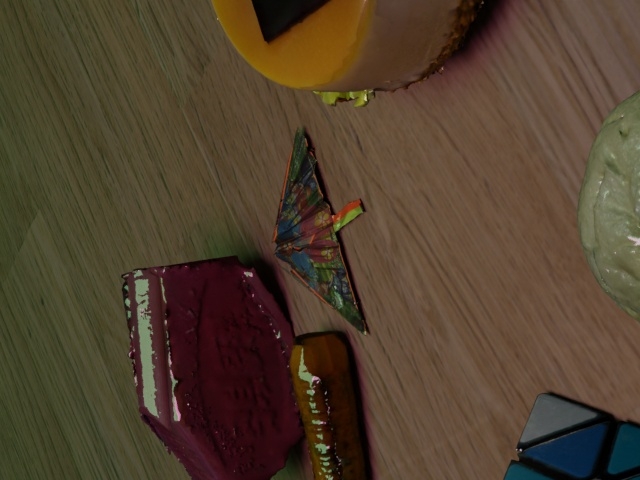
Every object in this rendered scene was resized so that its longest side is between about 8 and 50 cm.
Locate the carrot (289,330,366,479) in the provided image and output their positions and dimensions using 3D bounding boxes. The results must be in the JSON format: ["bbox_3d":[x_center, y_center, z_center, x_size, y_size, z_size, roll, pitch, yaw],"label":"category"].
[{"bbox_3d":[0.013,0.229,1.512,0.070,0.070,0.260,4,104,56],"label":"carrot"}]

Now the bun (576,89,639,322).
[{"bbox_3d":[0.274,-0.017,1.000,0.221,0.108,0.221,26,122,50],"label":"bun"}]

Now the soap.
[{"bbox_3d":[-0.121,0.165,1.588,0.112,0.182,0.289,-5,91,55],"label":"soap"}]

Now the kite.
[{"bbox_3d":[0.000,0.000,1.501,0.183,0.014,0.241,-33,73,52],"label":"kite"}]

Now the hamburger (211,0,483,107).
[{"bbox_3d":[0.026,-0.264,1.226,0.294,0.179,0.276,-31,78,52],"label":"hamburger"}]

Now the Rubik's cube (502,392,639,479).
[{"bbox_3d":[0.248,0.196,1.148,0.250,0.284,0.234,-47,36,24],"label":"Rubik's cube"}]
